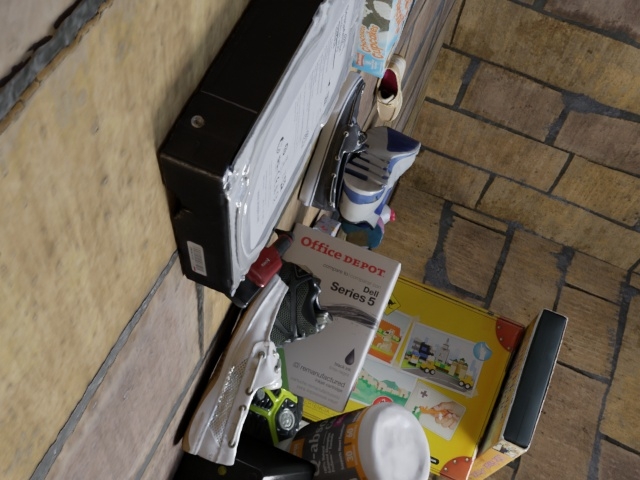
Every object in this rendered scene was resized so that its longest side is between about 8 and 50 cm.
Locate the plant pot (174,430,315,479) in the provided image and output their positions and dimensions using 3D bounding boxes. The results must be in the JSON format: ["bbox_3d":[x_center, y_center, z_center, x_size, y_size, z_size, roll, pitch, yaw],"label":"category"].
[{"bbox_3d":[-0.141,0.400,1.182,0.187,0.188,0.167,-67,162,-12],"label":"plant pot"}]

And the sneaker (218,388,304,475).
[{"bbox_3d":[-0.144,0.394,1.448,0.147,0.145,0.385,-20,-135,47],"label":"sneaker"}]

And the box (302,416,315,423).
[{"bbox_3d":[-0.051,0.485,2.040,0.168,0.203,0.167,103,11,-56],"label":"box"}]

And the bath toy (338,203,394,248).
[{"bbox_3d":[0.137,-0.057,2.141,0.348,0.129,0.151,-45,155,-76],"label":"bath toy"}]

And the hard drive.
[{"bbox_3d":[-0.038,-0.138,0.730,0.237,0.064,0.339,100,12,-62],"label":"hard drive"}]

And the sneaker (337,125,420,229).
[{"bbox_3d":[0.114,-0.135,1.798,0.315,0.127,0.182,-50,166,-48],"label":"sneaker"}]

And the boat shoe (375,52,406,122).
[{"bbox_3d":[0.145,-0.323,1.654,0.170,0.063,0.059,91,22,-45],"label":"boat shoe"}]

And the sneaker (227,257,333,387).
[{"bbox_3d":[-0.063,0.149,1.173,0.087,0.130,0.227,-5,119,-81],"label":"sneaker"}]

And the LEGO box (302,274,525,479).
[{"bbox_3d":[0.154,0.278,1.737,0.193,0.500,0.372,79,34,-77],"label":"LEGO box"}]

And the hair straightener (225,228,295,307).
[{"bbox_3d":[-0.088,0.036,1.041,0.089,0.047,0.230,-48,-173,21],"label":"hair straightener"}]

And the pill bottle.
[{"bbox_3d":[0.039,0.386,1.313,0.278,0.162,0.162,-28,-157,40],"label":"pill bottle"}]

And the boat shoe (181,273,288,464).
[{"bbox_3d":[-0.098,0.183,1.081,0.098,0.096,0.277,132,-17,-82],"label":"boat shoe"}]

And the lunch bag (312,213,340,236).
[{"bbox_3d":[0.000,0.000,1.540,0.083,0.053,0.071,-61,177,31],"label":"lunch bag"}]

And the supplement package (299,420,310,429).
[{"bbox_3d":[-0.127,0.503,1.588,0.175,0.177,0.293,91,21,-74],"label":"supplement package"}]

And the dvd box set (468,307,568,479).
[{"bbox_3d":[0.420,0.363,1.705,0.420,0.062,0.308,97,17,-64],"label":"dvd box set"}]

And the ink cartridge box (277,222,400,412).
[{"bbox_3d":[-0.001,0.133,1.313,0.115,0.198,0.273,73,39,-78],"label":"ink cartridge box"}]

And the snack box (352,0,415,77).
[{"bbox_3d":[0.109,-0.394,1.091,0.322,0.060,0.187,89,25,-75],"label":"snack box"}]

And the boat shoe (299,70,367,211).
[{"bbox_3d":[0.037,-0.153,1.220,0.080,0.076,0.228,-28,139,-80],"label":"boat shoe"}]
